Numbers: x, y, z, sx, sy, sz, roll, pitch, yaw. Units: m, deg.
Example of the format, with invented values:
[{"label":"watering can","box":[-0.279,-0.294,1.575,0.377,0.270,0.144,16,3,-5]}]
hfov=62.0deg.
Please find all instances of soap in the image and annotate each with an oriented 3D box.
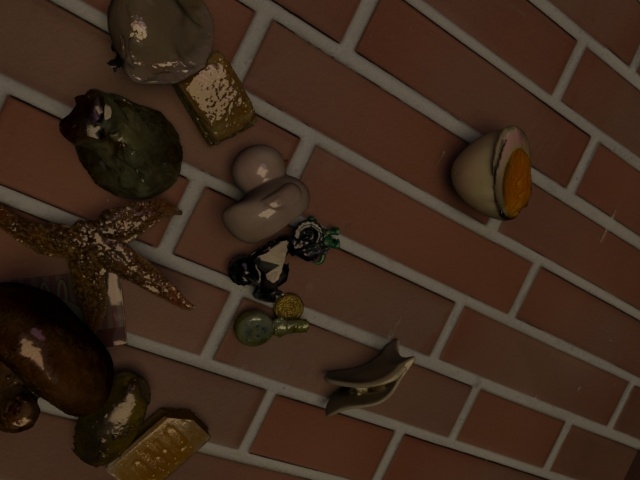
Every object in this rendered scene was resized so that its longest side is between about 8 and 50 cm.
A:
[{"label":"soap","box":[-0.416,0.534,1.375,0.232,0.073,0.140,-40,112,-10]}]

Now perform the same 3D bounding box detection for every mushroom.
[{"label":"mushroom","box":[-0.580,0.231,1.118,0.239,0.345,0.344,-18,106,-27]}]

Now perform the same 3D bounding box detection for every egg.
[{"label":"egg","box":[0.489,-0.192,1.527,0.287,0.174,0.263,-5,100,-46]}]

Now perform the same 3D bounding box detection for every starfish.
[{"label":"starfish","box":[-0.499,0.030,1.223,0.399,0.132,0.383,-21,110,-12]}]

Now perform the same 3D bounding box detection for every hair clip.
[{"label":"hair clip","box":[0.132,0.400,1.513,0.282,0.172,0.113,-20,99,-6]}]

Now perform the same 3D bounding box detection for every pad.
[{"label":"pad","box":[-0.625,0.178,1.264,0.300,0.005,0.201,-5,102,-19]}]

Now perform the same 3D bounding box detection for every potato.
[{"label":"potato","box":[-0.507,0.430,1.296,0.150,0.113,0.251,31,93,-1]}]

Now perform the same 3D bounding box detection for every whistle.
[{"label":"whistle","box":[-0.131,0.228,1.421,0.199,0.057,0.104,-3,120,-14]}]

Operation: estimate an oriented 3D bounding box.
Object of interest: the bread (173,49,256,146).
[{"label":"bread","box":[-0.247,-0.329,1.255,0.138,0.102,0.196,-31,111,-10]}]

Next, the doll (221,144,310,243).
[{"label":"doll","box":[-0.146,-0.121,1.289,0.251,0.221,0.221,-45,114,-36]}]

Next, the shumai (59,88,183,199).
[{"label":"shumai","box":[-0.423,-0.201,1.162,0.272,0.204,0.222,29,91,-27]}]

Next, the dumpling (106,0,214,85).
[{"label":"dumpling","box":[-0.361,-0.455,1.161,0.205,0.164,0.292,9,69,-50]}]

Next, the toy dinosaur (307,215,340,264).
[{"label":"toy dinosaur","box":[0.000,0.000,1.440,0.096,0.059,0.132,1,92,-12]}]

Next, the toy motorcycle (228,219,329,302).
[{"label":"toy motorcycle","box":[-0.098,0.063,1.382,0.271,0.106,0.159,-27,105,-6]}]

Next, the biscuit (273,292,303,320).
[{"label":"biscuit","box":[-0.087,0.185,1.456,0.084,0.023,0.083,-4,101,-20]}]
